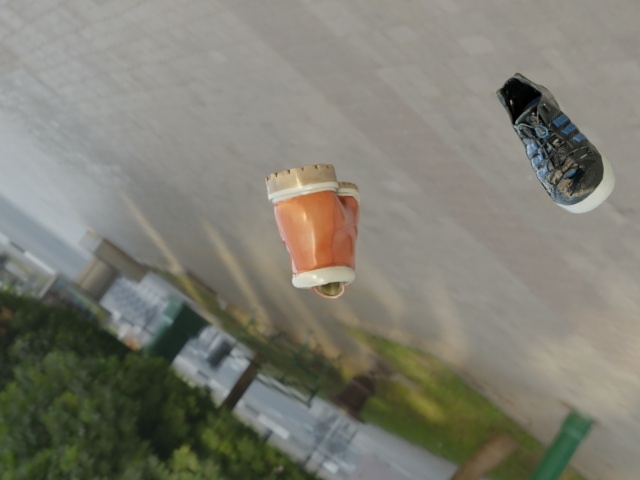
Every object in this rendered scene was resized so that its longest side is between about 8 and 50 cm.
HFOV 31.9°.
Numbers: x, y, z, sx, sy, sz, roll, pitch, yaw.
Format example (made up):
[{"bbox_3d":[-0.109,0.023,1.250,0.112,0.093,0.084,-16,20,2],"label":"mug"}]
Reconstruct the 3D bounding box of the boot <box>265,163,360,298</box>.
[{"bbox_3d":[0.000,0.000,0.773,0.158,0.059,0.084,15,-119,-79],"label":"boot"}]

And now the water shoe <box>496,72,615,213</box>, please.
[{"bbox_3d":[0.242,-0.105,1.204,0.080,0.073,0.203,32,-158,-33],"label":"water shoe"}]
